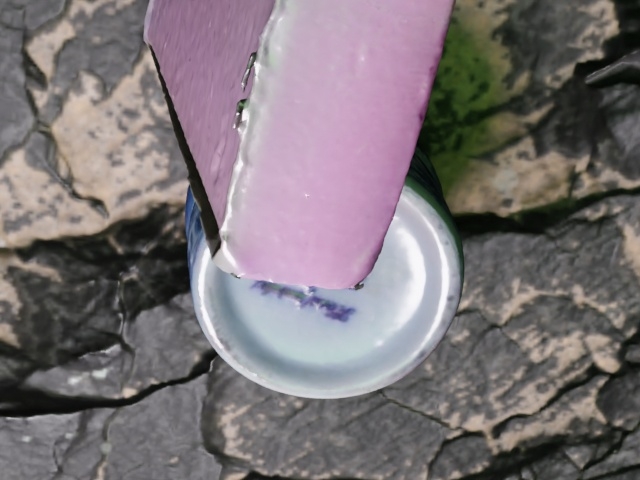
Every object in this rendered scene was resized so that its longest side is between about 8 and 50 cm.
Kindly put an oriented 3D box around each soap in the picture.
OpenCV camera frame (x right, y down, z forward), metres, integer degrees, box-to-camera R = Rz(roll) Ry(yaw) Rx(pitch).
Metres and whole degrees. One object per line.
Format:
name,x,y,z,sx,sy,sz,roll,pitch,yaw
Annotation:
soap,-0.017,-0.117,0.856,0.081,0.259,0.181,8,116,-16

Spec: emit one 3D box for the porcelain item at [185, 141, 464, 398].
porcelain item,0.000,0.000,0.997,0.147,0.114,0.147,-2,116,-5
